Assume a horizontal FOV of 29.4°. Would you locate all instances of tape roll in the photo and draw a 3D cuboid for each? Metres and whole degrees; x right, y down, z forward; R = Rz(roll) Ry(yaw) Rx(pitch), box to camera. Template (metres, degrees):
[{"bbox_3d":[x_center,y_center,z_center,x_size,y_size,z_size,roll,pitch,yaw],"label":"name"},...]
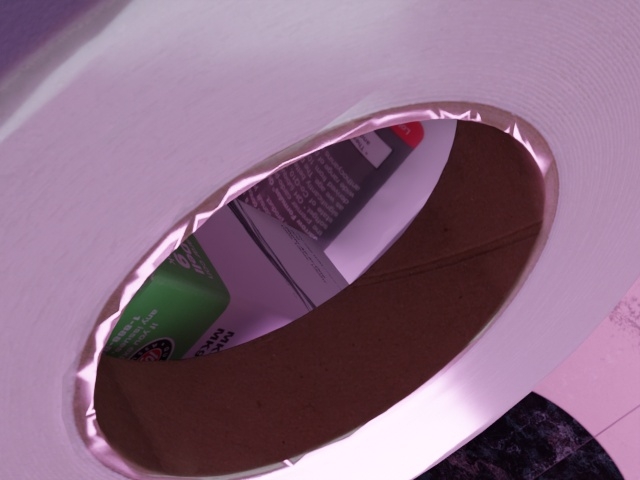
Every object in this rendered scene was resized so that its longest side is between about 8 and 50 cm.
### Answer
[{"bbox_3d":[-0.012,0.004,0.483,0.392,0.072,0.392,-23,146,-17],"label":"tape roll"}]

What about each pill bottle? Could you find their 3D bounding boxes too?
[{"bbox_3d":[0.031,-0.038,0.889,0.176,0.176,0.318,-34,169,-48],"label":"pill bottle"}]

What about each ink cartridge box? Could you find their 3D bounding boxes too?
[{"bbox_3d":[-0.107,0.075,0.690,0.211,0.121,0.289,-45,152,11],"label":"ink cartridge box"}]
